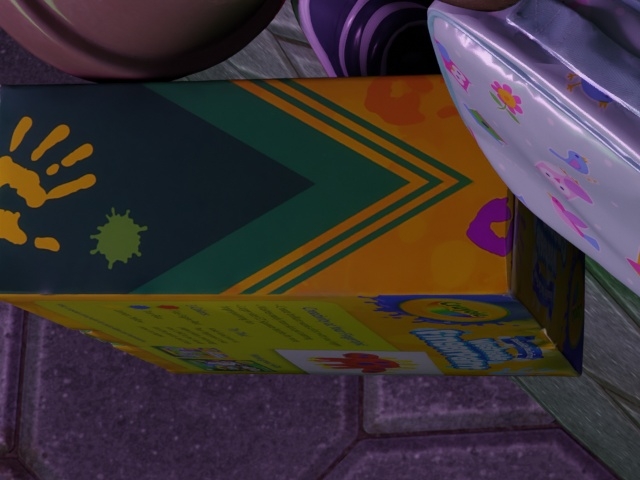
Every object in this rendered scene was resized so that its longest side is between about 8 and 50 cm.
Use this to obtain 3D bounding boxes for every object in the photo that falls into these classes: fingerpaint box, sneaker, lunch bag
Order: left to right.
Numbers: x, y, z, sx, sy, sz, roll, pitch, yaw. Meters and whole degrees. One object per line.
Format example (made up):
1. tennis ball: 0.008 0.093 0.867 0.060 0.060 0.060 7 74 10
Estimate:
1. fingerpaint box: 0.000 0.000 1.522 0.371 0.163 0.445 0 169 14
2. sneaker: 0.085 -0.110 1.618 0.153 0.099 0.282 42 172 47
3. lunch bag: 0.194 -0.055 1.134 0.279 0.108 0.224 40 170 28

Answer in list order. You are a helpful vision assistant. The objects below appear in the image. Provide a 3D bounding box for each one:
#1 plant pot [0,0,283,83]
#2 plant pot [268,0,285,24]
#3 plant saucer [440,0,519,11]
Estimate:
1. plant pot: -0.091 -0.245 1.305 0.263 0.263 0.229 46 157 -19
2. plant pot: -0.130 -0.258 1.589 0.191 0.191 0.174 48 -177 -36
3. plant saucer: 0.045 -0.206 1.038 0.198 0.036 0.198 48 155 32
